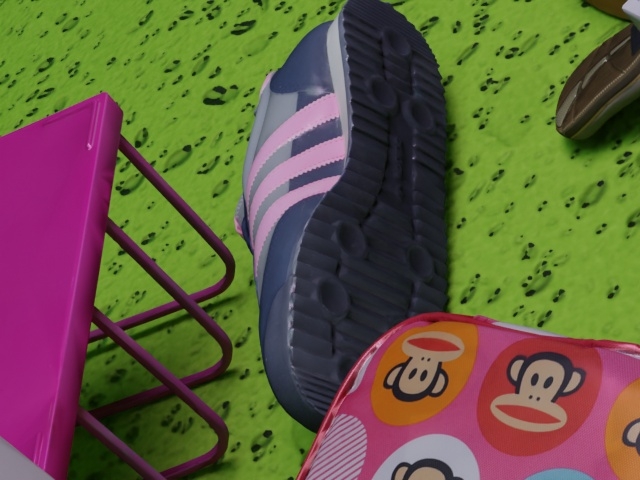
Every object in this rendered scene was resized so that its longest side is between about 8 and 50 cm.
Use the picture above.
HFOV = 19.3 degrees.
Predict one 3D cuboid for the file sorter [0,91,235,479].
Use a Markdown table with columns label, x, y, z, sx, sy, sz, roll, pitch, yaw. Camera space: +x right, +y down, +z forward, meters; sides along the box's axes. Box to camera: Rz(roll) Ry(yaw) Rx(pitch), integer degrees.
| label | x | y | z | sx | sy | sz | roll | pitch | yaw |
| --- | --- | --- | --- | --- | --- | --- | --- | --- | --- |
| file sorter | -0.170 | 0.104 | 1.091 | 0.202 | 0.182 | 0.291 | -21 | 43 | 24 |

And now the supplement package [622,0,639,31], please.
| label | x | y | z | sx | sy | sz | roll | pitch | yaw |
| --- | --- | --- | --- | --- | --- | --- | --- | --- | --- |
| supplement package | 0.285 | -0.077 | 0.900 | 0.134 | 0.139 | 0.244 | -44 | 36 | -2 |

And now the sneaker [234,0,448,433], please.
| label | x | y | z | sx | sy | sz | roll | pitch | yaw |
| --- | --- | --- | --- | --- | --- | --- | --- | --- | --- |
| sneaker | 0.000 | 0.000 | 1.128 | 0.131 | 0.112 | 0.319 | -35 | 31 | 38 |

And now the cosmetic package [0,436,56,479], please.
| label | x | y | z | sx | sy | sz | roll | pitch | yaw |
| --- | --- | --- | --- | --- | --- | --- | --- | --- | --- |
| cosmetic package | -0.157 | 0.206 | 0.826 | 0.155 | 0.365 | 0.197 | -36 | 38 | 8 |

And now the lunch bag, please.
| label | x | y | z | sx | sy | sz | roll | pitch | yaw |
| --- | --- | --- | --- | --- | --- | --- | --- | --- | --- |
| lunch bag | 0.100 | 0.175 | 0.843 | 0.293 | 0.120 | 0.258 | 10 | 66 | 45 |

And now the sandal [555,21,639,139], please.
| label | x | y | z | sx | sy | sz | roll | pitch | yaw |
| --- | --- | --- | --- | --- | --- | --- | --- | --- | --- |
| sandal | 0.206 | -0.111 | 1.071 | 0.180 | 0.049 | 0.072 | -43 | 20 | 36 |

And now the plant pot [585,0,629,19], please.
| label | x | y | z | sx | sy | sz | roll | pitch | yaw |
| --- | --- | --- | --- | --- | --- | --- | --- | --- | --- |
| plant pot | 0.224 | -0.303 | 1.126 | 0.291 | 0.203 | 0.291 | -23 | 42 | 23 |
